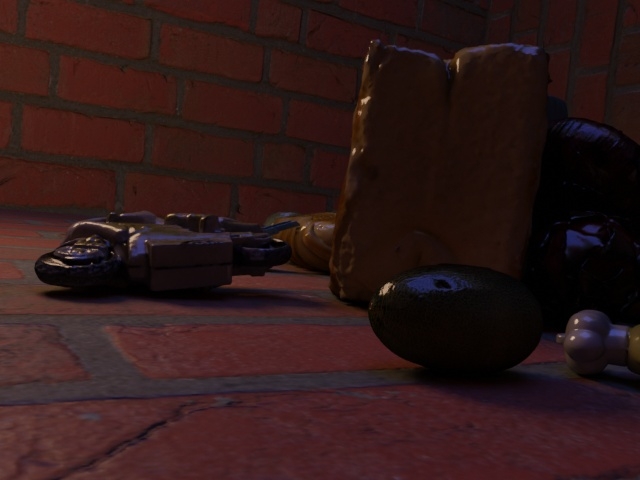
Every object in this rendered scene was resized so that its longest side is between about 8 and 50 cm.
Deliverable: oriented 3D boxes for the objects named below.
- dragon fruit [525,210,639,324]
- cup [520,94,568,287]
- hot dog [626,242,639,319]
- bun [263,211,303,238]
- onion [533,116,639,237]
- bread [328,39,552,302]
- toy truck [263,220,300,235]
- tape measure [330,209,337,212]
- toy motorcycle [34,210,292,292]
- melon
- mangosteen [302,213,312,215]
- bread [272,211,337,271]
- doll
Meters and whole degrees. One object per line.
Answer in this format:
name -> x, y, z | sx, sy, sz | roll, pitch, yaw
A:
dragon fruit -> 0.377, 0.043, 0.913 | 0.182, 0.182, 0.188 | 6, 1, 11
cup -> 0.335, -0.084, 1.332 | 0.401, 0.392, 0.310 | 0, -2, -8
hot dog -> 0.600, 0.075, 1.055 | 0.256, 0.150, 0.153 | 5, -7, -8
bun -> -0.096, -0.036, 2.127 | 0.195, 0.118, 0.195 | 8, 0, 0
onion -> 0.444, -0.091, 1.077 | 0.246, 0.190, 0.246 | 34, -1, 1
bread -> 0.180, -0.085, 0.996 | 0.279, 0.390, 0.371 | 11, 5, 8
toy truck -> -0.100, 0.009, 1.280 | 0.136, 0.074, 0.063 | -17, 14, -32
tape measure -> 0.127, -0.008, 1.791 | 0.262, 0.138, 0.259 | 3, 3, -44
toy motorcycle -> -0.218, 0.013, 0.886 | 0.340, 0.108, 0.223 | -4, 13, -30
melon -> 0.118, 0.068, 0.561 | 0.162, 0.099, 0.099 | 6, 2, -21
mangosteen -> -0.025, -0.002, 1.630 | 0.140, 0.140, 0.140 | 6, 3, 0
bread -> 0.000, 0.000, 1.413 | 0.173, 0.121, 0.311 | -8, 7, -19
doll -> 0.302, 0.103, 0.590 | 0.162, 0.062, 0.106 | 8, -1, 31
